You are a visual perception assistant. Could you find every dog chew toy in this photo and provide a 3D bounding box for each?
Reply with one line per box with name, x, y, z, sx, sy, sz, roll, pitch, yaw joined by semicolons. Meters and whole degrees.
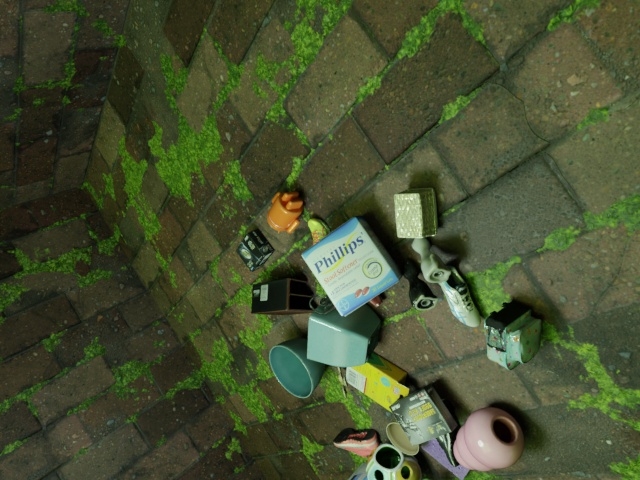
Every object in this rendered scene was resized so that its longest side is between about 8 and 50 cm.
dog chew toy;0.605;0.760;1.683;0.207;0.207;0.331;42;142;20

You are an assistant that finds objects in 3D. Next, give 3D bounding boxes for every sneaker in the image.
sneaker;0.184;1.054;2.306;0.314;0.116;0.136;-25;94;48
sneaker;0.506;0.785;1.867;0.124;0.107;0.283;-15;91;51
sneaker;0.000;0.000;1.924;0.081;0.094;0.208;-36;84;49
sneaker;0.485;0.196;1.561;0.237;0.085;0.086;59;162;4

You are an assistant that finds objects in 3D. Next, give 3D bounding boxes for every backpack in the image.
backpack;0.616;0.316;1.445;0.144;0.166;0.188;26;131;44

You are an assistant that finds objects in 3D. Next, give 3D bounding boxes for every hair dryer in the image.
hair dryer;0.116;0.211;1.865;0.294;0.080;0.223;12;87;7

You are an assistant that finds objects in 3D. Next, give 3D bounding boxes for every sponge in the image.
sponge;0.545;0.926;1.948;0.210;0.031;0.117;32;131;29

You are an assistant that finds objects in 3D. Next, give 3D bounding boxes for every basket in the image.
basket;0.322;-0.092;1.535;0.113;0.103;0.167;3;102;43

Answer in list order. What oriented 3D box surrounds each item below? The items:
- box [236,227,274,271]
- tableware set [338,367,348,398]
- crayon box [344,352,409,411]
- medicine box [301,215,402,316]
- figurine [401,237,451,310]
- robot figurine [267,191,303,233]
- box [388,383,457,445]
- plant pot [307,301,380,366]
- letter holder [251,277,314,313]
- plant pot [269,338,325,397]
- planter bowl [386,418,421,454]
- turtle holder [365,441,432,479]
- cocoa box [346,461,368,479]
box;-0.333;0.051;2.287;0.147;0.078;0.180;53;138;9
tableware set;0.109;0.666;2.160;0.020;0.168;0.141;-17;109;6
crayon box;0.264;0.627;2.019;0.319;0.081;0.202;27;129;32
medicine box;0.123;0.094;1.732;0.264;0.149;0.289;-36;85;15
figurine;0.357;0.101;1.602;0.209;0.093;0.214;-109;26;-50
robot figurine;-0.157;-0.123;1.983;0.158;0.128;0.219;33;137;-6
box;0.407;0.706;1.816;0.231;0.056;0.183;-46;69;42
plant pot;0.114;0.395;1.932;0.252;0.248;0.247;19;124;23
letter holder;-0.169;0.286;2.225;0.302;0.215;0.151;-15;69;48
plant pot;-0.087;0.608;2.264;0.290;0.195;0.290;22;125;35
planter bowl;0.389;0.844;1.996;0.162;0.109;0.162;21;125;35
turtle holder;0.343;1.061;2.027;0.320;0.244;0.227;48;159;55
cocoa box;0.305;1.304;2.237;0.347;0.231;0.228;51;137;10
